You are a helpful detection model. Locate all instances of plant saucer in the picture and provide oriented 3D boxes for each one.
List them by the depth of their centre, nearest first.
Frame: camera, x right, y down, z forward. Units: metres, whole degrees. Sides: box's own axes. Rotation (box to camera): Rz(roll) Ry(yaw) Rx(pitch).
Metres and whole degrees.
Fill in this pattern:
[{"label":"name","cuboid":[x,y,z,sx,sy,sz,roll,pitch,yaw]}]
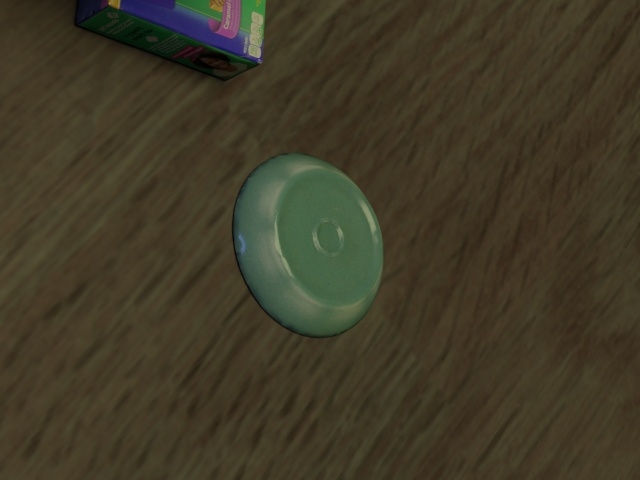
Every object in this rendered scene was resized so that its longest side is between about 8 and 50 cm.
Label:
[{"label":"plant saucer","cuboid":[0.000,0.000,0.793,0.119,0.021,0.119,13,69,-38]}]

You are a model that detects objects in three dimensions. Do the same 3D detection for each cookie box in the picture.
[{"label":"cookie box","cuboid":[-0.085,-0.156,0.754,0.107,0.040,0.092,15,68,-36]}]
